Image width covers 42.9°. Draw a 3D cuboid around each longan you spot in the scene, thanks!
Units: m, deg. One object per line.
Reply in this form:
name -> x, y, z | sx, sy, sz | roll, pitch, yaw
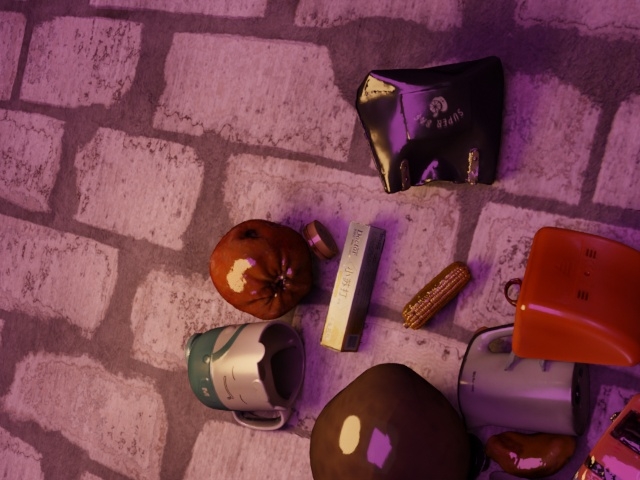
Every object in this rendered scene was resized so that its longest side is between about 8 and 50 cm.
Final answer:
longan -> 0.145, 0.447, 1.722 | 0.336, 0.404, 0.405 | -6, 79, -6

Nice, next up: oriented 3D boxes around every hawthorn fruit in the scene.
hawthorn fruit -> -0.145, 0.069, 2.011 | 0.258, 0.262, 0.258 | 1, 87, -15

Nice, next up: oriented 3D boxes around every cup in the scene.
cup -> -0.177, 0.343, 2.030 | 0.257, 0.219, 0.290 | -8, 112, 29

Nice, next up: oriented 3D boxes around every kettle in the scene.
kettle -> 0.425, 0.289, 1.715 | 0.255, 0.165, 0.240 | -2, 72, 33

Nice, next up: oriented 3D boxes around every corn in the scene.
corn -> 0.263, 0.127, 1.872 | 0.207, 0.068, 0.068 | -48, 64, 17

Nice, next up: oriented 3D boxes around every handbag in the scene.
handbag -> 0.255, -0.254, 1.840 | 0.342, 0.152, 0.288 | -7, 92, 3

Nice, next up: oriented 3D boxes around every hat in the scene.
hat -> 0.341, 0.484, 1.789 | 0.121, 0.050, 0.121 | -171, 90, -74

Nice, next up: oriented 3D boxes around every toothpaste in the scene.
toothpaste -> 0.081, 0.113, 1.966 | 0.071, 0.089, 0.313 | 15, 92, 35

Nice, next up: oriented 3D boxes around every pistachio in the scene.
pistachio -> 0.442, 0.453, 1.706 | 0.189, 0.110, 0.100 | -9, 53, 14

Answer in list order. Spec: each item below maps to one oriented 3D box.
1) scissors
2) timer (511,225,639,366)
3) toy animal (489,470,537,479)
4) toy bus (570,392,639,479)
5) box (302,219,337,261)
scissors -> 0.443, 0.172, 1.709 | 0.144, 0.017, 0.248 | -6, 44, 29
timer -> 0.531, 0.113, 1.630 | 0.249, 0.161, 0.257 | 11, 52, 18
toy animal -> 0.423, 0.591, 1.696 | 0.166, 0.138, 0.179 | 13, 99, 50
toy bus -> 0.611, 0.387, 1.438 | 0.203, 0.427, 0.233 | 32, 97, 28
box -> 0.000, 0.000, 2.015 | 0.037, 0.105, 0.106 | -34, 69, 16
